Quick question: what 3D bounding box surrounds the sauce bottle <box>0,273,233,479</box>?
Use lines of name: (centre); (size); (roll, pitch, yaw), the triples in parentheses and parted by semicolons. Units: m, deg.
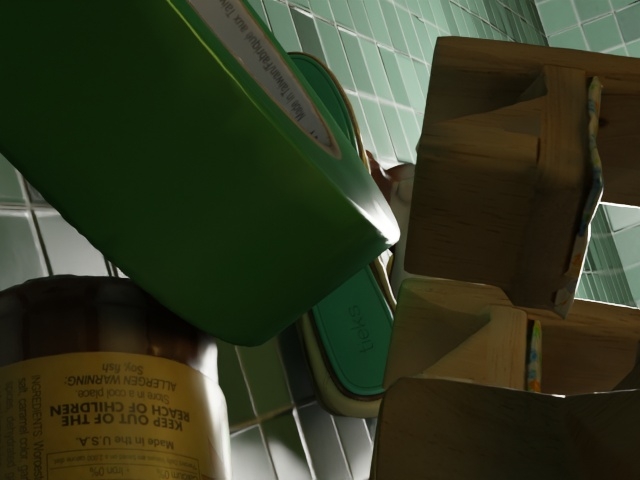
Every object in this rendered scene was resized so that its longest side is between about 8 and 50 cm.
sauce bottle: (-0.074, 0.183, 0.480); (0.111, 0.111, 0.345); (44, 34, -54)

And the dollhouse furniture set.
dollhouse furniture set: (0.133, 0.190, 0.552); (0.362, 0.256, 0.394); (-79, 176, -48)

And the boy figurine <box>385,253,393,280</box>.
boy figurine: (0.136, 0.121, 1.170); (0.177, 0.092, 0.285); (-35, 103, -52)

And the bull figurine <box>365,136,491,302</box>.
bull figurine: (0.102, 0.060, 1.035); (0.188, 0.101, 0.310); (34, 35, -63)

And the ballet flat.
ballet flat: (0.000, 0.000, 0.947); (0.086, 0.086, 0.249); (26, 49, -65)

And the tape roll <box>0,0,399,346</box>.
tape roll: (-0.093, -0.105, 0.591); (0.321, 0.077, 0.321); (51, 8, -10)
